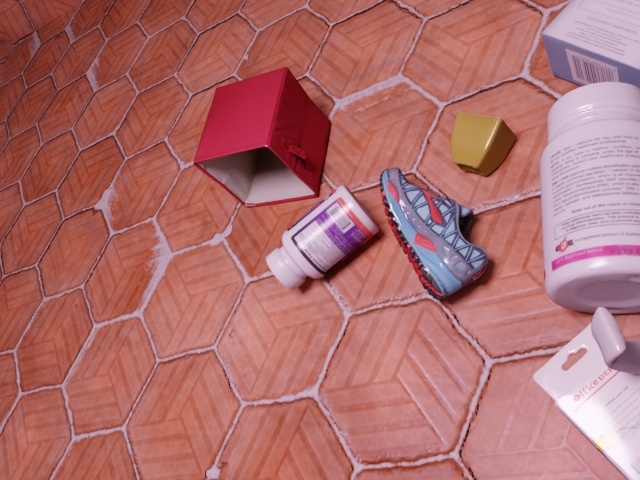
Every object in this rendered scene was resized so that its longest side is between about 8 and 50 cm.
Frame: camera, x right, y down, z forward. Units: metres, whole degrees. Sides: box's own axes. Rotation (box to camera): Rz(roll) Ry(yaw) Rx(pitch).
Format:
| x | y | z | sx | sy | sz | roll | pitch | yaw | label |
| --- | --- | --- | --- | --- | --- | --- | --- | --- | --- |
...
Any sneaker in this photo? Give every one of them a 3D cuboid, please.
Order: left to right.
| x | y | z | sx | sy | sz | roll | pitch | yaw | label |
| --- | --- | --- | --- | --- | --- | --- | --- | --- | --- |
| 0.185 | -0.027 | 0.912 | 0.125 | 0.104 | 0.262 | -23 | 56 | 0 | sneaker |

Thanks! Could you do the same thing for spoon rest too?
| x | y | z | sx | sy | sz | roll | pitch | yaw | label |
| --- | --- | --- | --- | --- | --- | --- | --- | --- | --- |
| 0.435 | 0.108 | 0.620 | 0.276 | 0.084 | 0.137 | -2 | 53 | -5 | spoon rest |

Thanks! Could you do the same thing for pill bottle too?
| x | y | z | sx | sy | sz | roll | pitch | yaw | label |
| --- | --- | --- | --- | --- | --- | --- | --- | --- | --- |
| 0.000 | 0.000 | 0.993 | 0.193 | 0.108 | 0.108 | -39 | 50 | 9 | pill bottle |
| 0.381 | -0.059 | 0.741 | 0.160 | 0.160 | 0.283 | -7 | 61 | 30 | pill bottle |

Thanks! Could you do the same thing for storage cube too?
| x | y | z | sx | sy | sz | roll | pitch | yaw | label |
| --- | --- | --- | --- | --- | --- | --- | --- | --- | --- |
| -0.110 | -0.203 | 1.131 | 0.215 | 0.183 | 0.193 | -7 | 60 | 31 | storage cube |

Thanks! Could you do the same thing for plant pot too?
| x | y | z | sx | sy | sz | roll | pitch | yaw | label |
| --- | --- | --- | --- | --- | --- | --- | --- | --- | --- |
| 0.265 | -0.157 | 0.928 | 0.081 | 0.081 | 0.083 | 20 | 89 | 39 | plant pot |

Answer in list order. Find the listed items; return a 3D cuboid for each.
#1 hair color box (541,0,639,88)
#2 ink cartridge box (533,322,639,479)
| x | y | z | sx | sy | sz | roll | pitch | yaw | label |
| --- | --- | --- | --- | --- | --- | --- | --- | --- | --- |
| 0.549 | -0.395 | 0.850 | 0.374 | 0.113 | 0.185 | -48 | 49 | 3 | hair color box |
| 0.369 | 0.206 | 0.661 | 0.115 | 0.067 | 0.198 | -43 | 51 | 5 | ink cartridge box |
